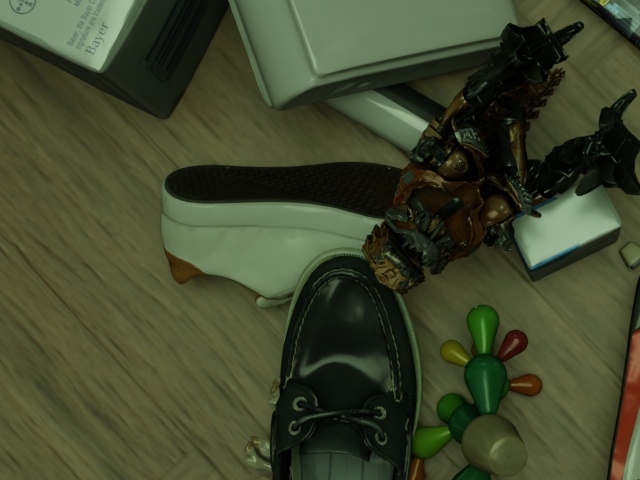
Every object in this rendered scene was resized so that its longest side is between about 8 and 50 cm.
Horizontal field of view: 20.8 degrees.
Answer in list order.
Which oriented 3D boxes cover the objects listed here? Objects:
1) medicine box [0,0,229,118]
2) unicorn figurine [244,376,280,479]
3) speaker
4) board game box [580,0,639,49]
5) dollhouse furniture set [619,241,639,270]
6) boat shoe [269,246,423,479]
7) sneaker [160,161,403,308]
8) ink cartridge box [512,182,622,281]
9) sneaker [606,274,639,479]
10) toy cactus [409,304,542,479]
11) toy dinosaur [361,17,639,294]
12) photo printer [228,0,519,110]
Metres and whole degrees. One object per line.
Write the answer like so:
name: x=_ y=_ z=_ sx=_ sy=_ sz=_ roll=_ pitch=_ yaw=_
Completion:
medicine box: x=-0.251 y=-0.248 z=1.534 sx=0.289 sy=0.263 sz=0.149 roll=28 pitch=89 yaw=8
unicorn figurine: x=0.000 y=0.169 z=1.584 sx=0.111 sy=0.060 sz=0.162 roll=22 pitch=103 yaw=-1
speaker: x=0.064 y=-0.120 z=1.593 sx=0.136 sy=0.055 sz=0.055 roll=32 pitch=90 yaw=8
board game box: x=0.313 y=-0.265 z=1.576 sx=0.141 sy=0.048 sz=0.170 roll=41 pitch=92 yaw=9
dollhouse furniture set: x=0.325 y=0.011 z=1.524 sx=0.091 sy=0.114 sz=0.081 roll=-41 pitch=87 yaw=0
boat shoe: x=0.017 y=0.181 z=1.495 sx=0.127 sy=0.113 sz=0.340 roll=7 pitch=103 yaw=4
sneaker: x=0.000 y=0.000 z=1.587 sx=0.290 sy=0.106 sz=0.123 roll=3 pitch=121 yaw=-1
ink cartridge box: x=0.214 y=-0.008 z=1.533 sx=0.088 sy=0.122 sz=0.052 roll=-26 pitch=80 yaw=4
sneaker: x=0.330 y=0.168 z=1.522 sx=0.145 sy=0.090 sz=0.270 roll=9 pitch=85 yaw=10
toy cactus: x=0.144 y=0.172 z=1.508 sx=0.112 sy=0.180 sz=0.219 roll=17 pitch=93 yaw=-12
toy dinosaur: x=0.138 y=-0.081 z=1.463 sx=0.164 sy=0.322 sz=0.218 roll=34 pitch=134 yaw=-24
photo printer: x=0.019 y=-0.285 z=1.529 sx=0.256 sy=0.107 sz=0.308 roll=-15 pitch=82 yaw=-34
